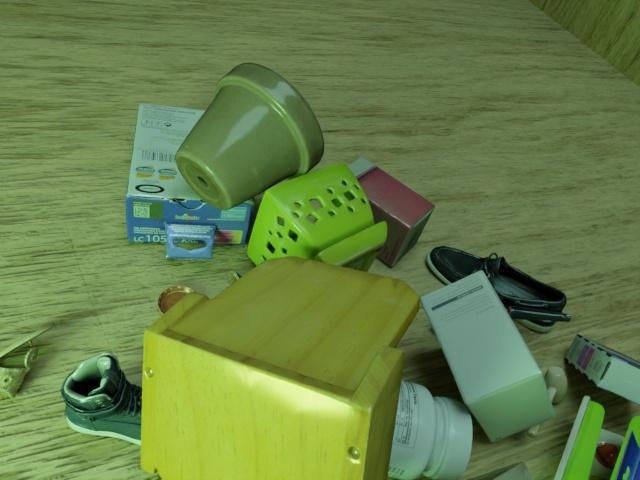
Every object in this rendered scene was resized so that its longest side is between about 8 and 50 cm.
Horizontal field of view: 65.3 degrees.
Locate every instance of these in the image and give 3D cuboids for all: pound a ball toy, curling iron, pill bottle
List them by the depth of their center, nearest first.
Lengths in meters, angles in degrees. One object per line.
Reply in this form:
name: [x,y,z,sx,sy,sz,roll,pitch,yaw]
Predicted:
pill bottle: [0.101,0.315,0.861,0.283,0.160,0.160,15,45,-4]
pound a ball toy: [0.486,0.413,0.932,0.208,0.136,0.319,11,40,37]
curling iron: [0.422,0.150,1.138,0.273,0.068,0.035,12,18,20]

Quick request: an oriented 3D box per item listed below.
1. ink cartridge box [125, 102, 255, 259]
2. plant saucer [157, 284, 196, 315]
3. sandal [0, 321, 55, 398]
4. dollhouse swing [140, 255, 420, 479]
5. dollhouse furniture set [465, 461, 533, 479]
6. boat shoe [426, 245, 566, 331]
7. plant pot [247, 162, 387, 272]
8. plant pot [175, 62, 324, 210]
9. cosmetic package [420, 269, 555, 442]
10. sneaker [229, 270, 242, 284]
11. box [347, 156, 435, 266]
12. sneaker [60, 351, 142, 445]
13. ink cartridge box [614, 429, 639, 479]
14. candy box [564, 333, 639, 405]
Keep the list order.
ink cartridge box: [-0.303,-0.136,1.166,0.269,0.151,0.396,2,47,-16]
plant saucer: [-0.290,0.128,1.019,0.083,0.013,0.084,8,47,-9]
sandal: [-0.538,0.233,0.821,0.240,0.088,0.079,-33,95,-30]
dollhouse swing: [-0.038,0.218,0.773,0.346,0.315,0.305,11,12,25]
dollhouse furniture set: [0.213,0.534,0.629,0.362,0.256,0.394,7,53,-46]
boat shoe: [0.426,0.090,1.203,0.340,0.113,0.127,34,48,15]
plant pot: [0.000,0.000,1.089,0.228,0.227,0.207,-24,65,-34]
plant pot: [-0.160,-0.185,1.018,0.263,0.263,0.229,34,65,15]
cosmetic package: [0.314,0.220,0.939,0.138,0.224,0.225,-26,46,11]
sneaker: [-0.165,0.097,1.080,0.037,0.032,0.083,-17,59,-46]
box: [0.139,-0.073,1.244,0.232,0.149,0.127,37,49,19]
sneaker: [-0.294,0.256,0.796,0.226,0.163,0.086,8,45,-12]
ink cartridge box: [0.528,0.478,0.765,0.165,0.065,0.333,-38,109,-38]
candy box: [0.634,0.280,1.046,0.164,0.070,0.196,24,5,6]
